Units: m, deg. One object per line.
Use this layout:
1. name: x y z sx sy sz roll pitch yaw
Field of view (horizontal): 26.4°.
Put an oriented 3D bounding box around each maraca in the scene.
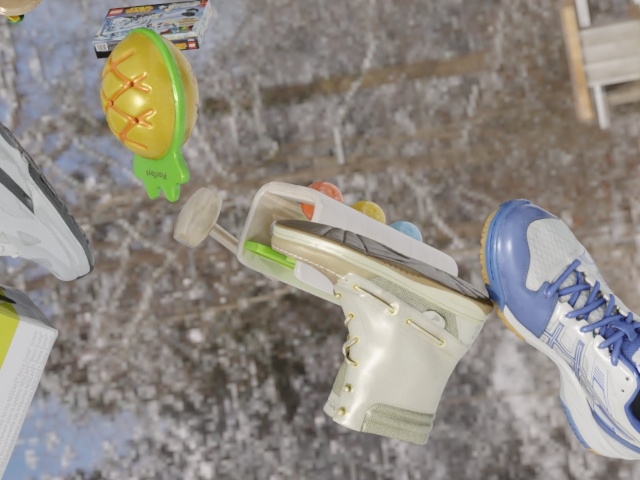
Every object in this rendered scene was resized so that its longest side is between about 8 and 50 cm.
1. maraca: -0.179 -0.134 1.455 0.099 0.127 0.186 -14 -76 -32

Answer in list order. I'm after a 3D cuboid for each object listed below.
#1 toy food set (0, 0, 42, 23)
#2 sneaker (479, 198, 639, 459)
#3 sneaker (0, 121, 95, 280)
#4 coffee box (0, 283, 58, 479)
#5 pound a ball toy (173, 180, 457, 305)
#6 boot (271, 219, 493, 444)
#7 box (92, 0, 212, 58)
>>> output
1. toy food set: -0.398 -0.319 1.764 0.082 0.083 0.020 -46 -20 -27
2. sneaker: 0.261 0.081 1.257 0.112 0.131 0.296 -46 -67 -24
3. sneaker: -0.523 -0.043 1.970 0.169 0.257 0.447 47 171 43
4. coffee box: -0.518 0.175 1.480 0.338 0.334 0.337 -69 19 -3
5. pound a ball toy: 0.000 0.000 1.750 0.319 0.208 0.136 25 -97 -42
6. boot: 0.031 0.084 1.253 0.077 0.213 0.165 -72 5 -77
7. box: -0.212 -0.269 1.733 0.094 0.137 0.027 -78 -19 -53
